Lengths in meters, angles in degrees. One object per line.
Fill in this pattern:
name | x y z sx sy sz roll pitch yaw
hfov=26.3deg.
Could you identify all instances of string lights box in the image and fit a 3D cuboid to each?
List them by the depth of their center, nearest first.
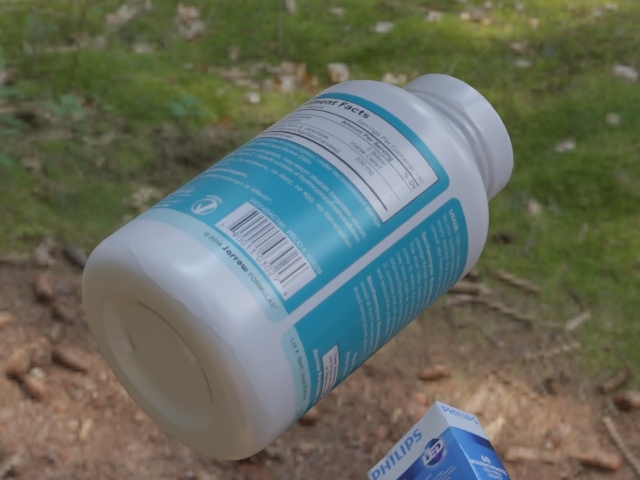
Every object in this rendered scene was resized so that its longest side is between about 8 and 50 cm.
string lights box | 0.160 0.321 1.529 0.077 0.133 0.259 24 27 -37

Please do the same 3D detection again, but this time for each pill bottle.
pill bottle | 0.000 0.000 0.812 0.146 0.146 0.264 26 49 35
